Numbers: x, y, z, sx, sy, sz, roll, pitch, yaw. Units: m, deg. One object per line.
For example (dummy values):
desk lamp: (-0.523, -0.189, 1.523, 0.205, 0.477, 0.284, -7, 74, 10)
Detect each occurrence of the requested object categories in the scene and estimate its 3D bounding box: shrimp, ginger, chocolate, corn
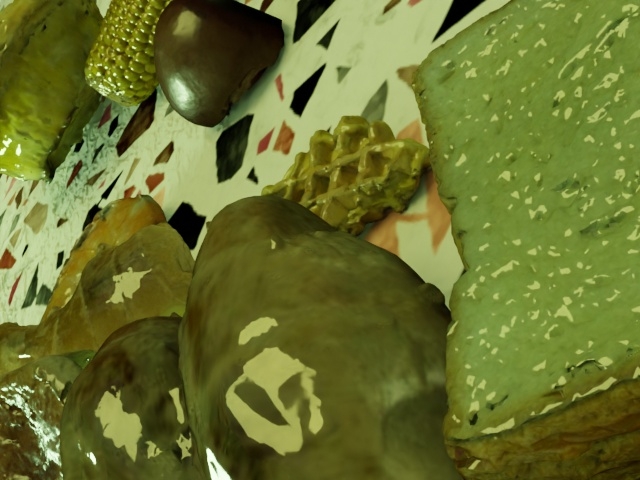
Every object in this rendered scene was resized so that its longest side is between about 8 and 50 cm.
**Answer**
shrimp: (-0.239, 0.098, 0.958, 0.164, 0.062, 0.317, 23, 84, 55)
ginger: (-0.217, 0.072, 0.871, 0.294, 0.086, 0.131, -17, 78, 34)
ginger: (-0.046, 0.119, 0.560, 0.304, 0.155, 0.245, -41, 67, 38)
chocolate: (-0.108, -0.180, 0.964, 0.124, 0.127, 0.133, -65, -5, -81)
corn: (-0.168, -0.296, 1.117, 0.322, 0.119, 0.119, -55, 31, 18)

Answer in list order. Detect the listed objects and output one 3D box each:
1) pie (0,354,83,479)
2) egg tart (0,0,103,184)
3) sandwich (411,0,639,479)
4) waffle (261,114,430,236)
pie: (-0.240, 0.194, 0.830, 0.195, 0.046, 0.195, 3, 94, 40)
egg tart: (-0.363, -0.198, 1.256, 0.345, 0.132, 0.345, -58, 8, 13)
sandwich: (0.164, -0.038, 0.443, 0.249, 0.095, 0.273, -33, 40, 33)
waffle: (0.002, 0.002, 0.689, 0.194, 0.051, 0.149, -54, 40, 1)
